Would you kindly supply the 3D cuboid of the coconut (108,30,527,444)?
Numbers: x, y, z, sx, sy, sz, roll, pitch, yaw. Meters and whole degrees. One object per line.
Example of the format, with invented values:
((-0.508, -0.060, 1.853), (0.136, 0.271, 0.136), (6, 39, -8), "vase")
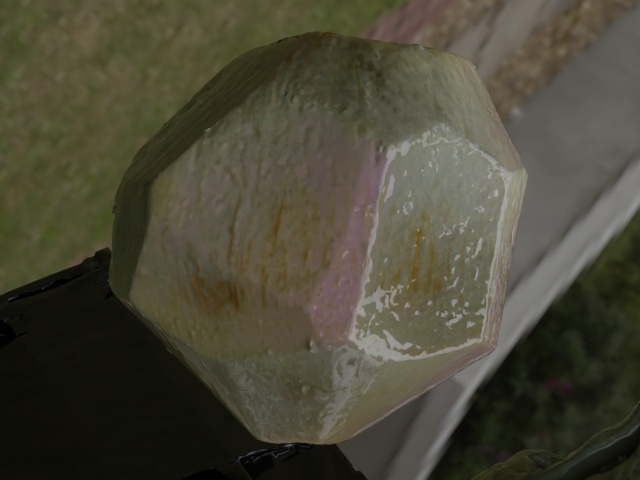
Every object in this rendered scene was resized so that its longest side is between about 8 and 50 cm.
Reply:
((0.000, 0.000, 1.045), (0.237, 0.237, 0.197), (-57, 164, 8), "coconut")

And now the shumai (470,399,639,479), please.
((0.238, 0.172, 1.085), (0.304, 0.309, 0.263), (-106, -141, -74), "shumai")

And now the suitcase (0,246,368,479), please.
((-0.131, 0.197, 1.485), (0.283, 0.434, 0.194), (-23, 136, -20), "suitcase")
